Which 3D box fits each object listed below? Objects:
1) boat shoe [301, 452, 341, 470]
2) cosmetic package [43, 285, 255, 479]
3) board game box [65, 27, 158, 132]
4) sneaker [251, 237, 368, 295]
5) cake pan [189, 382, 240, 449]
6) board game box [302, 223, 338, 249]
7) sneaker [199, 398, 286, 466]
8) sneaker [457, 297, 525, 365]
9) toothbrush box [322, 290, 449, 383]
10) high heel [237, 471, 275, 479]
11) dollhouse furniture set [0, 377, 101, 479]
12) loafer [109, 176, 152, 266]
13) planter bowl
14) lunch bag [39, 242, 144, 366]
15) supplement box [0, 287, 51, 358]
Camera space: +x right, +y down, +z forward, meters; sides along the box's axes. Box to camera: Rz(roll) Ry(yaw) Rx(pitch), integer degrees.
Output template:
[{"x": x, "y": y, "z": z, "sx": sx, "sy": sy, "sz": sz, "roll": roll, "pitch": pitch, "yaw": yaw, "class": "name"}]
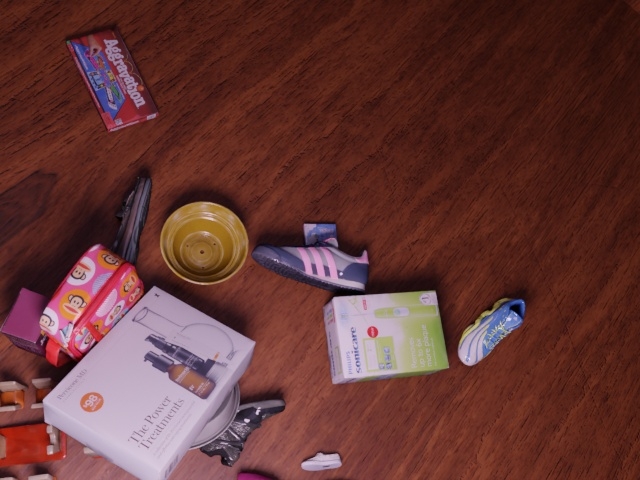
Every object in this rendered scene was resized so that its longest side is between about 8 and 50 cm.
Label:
[{"x": 0.001, "y": 0.536, "z": 1.696, "sx": 0.100, "sy": 0.035, "sz": 0.035, "roll": -2, "pitch": 45, "yaw": -12, "class": "boat shoe"}, {"x": -0.358, "y": 0.303, "z": 1.512, "sx": 0.284, "sy": 0.097, "sz": 0.377, "roll": 26, "pitch": 44, "yaw": 11, "class": "cosmetic package"}, {"x": -0.561, "y": -0.435, "z": 1.876, "sx": 0.145, "sy": 0.027, "sz": 0.281, "roll": -24, "pitch": 79, "yaw": -23, "class": "board game box"}, {"x": -0.021, "y": 0.044, "z": 1.816, "sx": 0.319, "sy": 0.112, "sz": 0.131, "roll": 19, "pitch": 72, "yaw": -17, "class": "sneaker"}, {"x": -0.327, "y": 0.337, "z": 1.594, "sx": 0.293, "sy": 0.054, "sz": 0.293, "roll": 9, "pitch": 44, "yaw": -9, "class": "cake pan"}, {"x": 0.000, "y": 0.000, "z": 1.884, "sx": 0.090, "sy": 0.020, "sz": 0.090, "roll": 0, "pitch": 71, "yaw": -16, "class": "board game box"}, {"x": -0.181, "y": 0.452, "z": 1.644, "sx": 0.227, "sy": 0.087, "sz": 0.130, "roll": -16, "pitch": 78, "yaw": -17, "class": "sneaker"}, {"x": 0.467, "y": 0.234, "z": 1.875, "sx": 0.091, "sy": 0.126, "sz": 0.240, "roll": 43, "pitch": 66, "yaw": 2, "class": "sneaker"}, {"x": 0.165, "y": 0.248, "z": 1.790, "sx": 0.283, "sy": 0.122, "sz": 0.206, "roll": -2, "pitch": 72, "yaw": -15, "class": "toothbrush box"}, {"x": -0.175, "y": 0.721, "z": 1.551, "sx": 0.181, "sy": 0.127, "sz": 0.377, "roll": 22, "pitch": 63, "yaw": 8, "class": "high heel"}, {"x": -0.583, "y": 0.442, "z": 1.533, "sx": 0.259, "sy": 0.135, "sz": 0.262, "roll": -5, "pitch": 72, "yaw": -5, "class": "dollhouse furniture set"}, {"x": -0.483, "y": -0.040, "z": 1.728, "sx": 0.084, "sy": 0.096, "sz": 0.268, "roll": 10, "pitch": 71, "yaw": -6, "class": "loafer"}, {"x": -0.296, "y": 0.017, "z": 1.758, "sx": 0.217, "sy": 0.090, "sz": 0.217, "roll": 5, "pitch": 71, "yaw": -14, "class": "planter bowl"}, {"x": -0.510, "y": 0.164, "z": 1.538, "sx": 0.120, "sy": 0.293, "sz": 0.258, "roll": 31, "pitch": 69, "yaw": 5, "class": "lunch bag"}, {"x": -0.633, "y": 0.188, "z": 1.550, "sx": 0.080, "sy": 0.188, "sz": 0.104, "roll": 21, "pitch": 67, "yaw": -4, "class": "supplement box"}]
